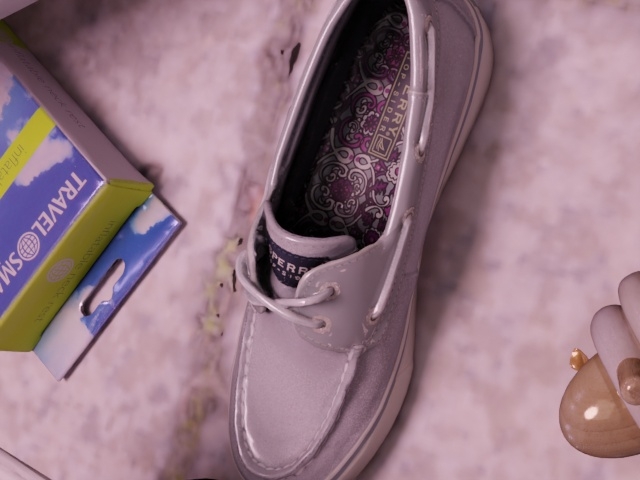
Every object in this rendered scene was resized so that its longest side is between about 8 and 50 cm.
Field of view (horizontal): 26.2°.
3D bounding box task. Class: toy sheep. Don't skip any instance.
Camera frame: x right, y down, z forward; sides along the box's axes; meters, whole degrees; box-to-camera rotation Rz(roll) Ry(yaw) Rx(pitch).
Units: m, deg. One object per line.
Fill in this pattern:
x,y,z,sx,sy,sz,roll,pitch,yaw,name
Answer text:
0.141,0.036,0.467,0.132,0.091,0.091,-28,73,13,toy sheep

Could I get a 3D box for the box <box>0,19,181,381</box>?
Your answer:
-0.158,-0.030,0.663,0.178,0.042,0.109,47,108,24,box

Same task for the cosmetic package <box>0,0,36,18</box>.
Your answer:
-0.116,-0.262,0.549,0.377,0.097,0.284,-25,88,10,cosmetic package

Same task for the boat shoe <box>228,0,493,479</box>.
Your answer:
0.001,0.000,0.549,0.079,0.081,0.227,20,96,29,boat shoe

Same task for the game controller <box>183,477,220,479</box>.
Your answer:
-0.080,0.264,0.596,0.166,0.067,0.319,35,104,12,game controller

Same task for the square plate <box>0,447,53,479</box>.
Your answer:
-0.110,0.260,0.525,0.344,0.049,0.347,30,103,-3,square plate
